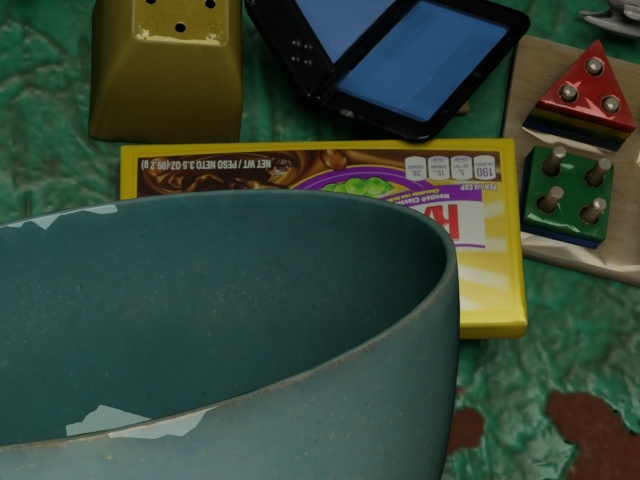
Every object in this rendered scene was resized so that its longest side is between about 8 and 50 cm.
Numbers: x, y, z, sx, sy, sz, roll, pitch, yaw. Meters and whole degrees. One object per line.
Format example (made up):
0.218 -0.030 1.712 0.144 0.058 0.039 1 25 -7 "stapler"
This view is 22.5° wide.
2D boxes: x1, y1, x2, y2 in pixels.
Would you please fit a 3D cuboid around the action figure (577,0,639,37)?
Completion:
0.228 -0.220 0.942 0.185 0.099 0.285 4 71 -20 "action figure"

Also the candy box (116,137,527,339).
0.000 0.000 0.821 0.205 0.027 0.105 -2 70 -1 "candy box"

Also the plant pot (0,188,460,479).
-0.078 0.112 0.669 0.290 0.290 0.195 -13 108 -17 "plant pot"

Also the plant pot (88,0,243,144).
-0.077 -0.105 0.836 0.081 0.083 0.081 3 67 -11 "plant pot"

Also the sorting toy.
0.158 -0.050 0.883 0.274 0.046 0.132 14 66 -5 "sorting toy"

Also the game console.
0.038 -0.123 0.860 0.122 0.071 0.107 -48 116 -36 "game console"
